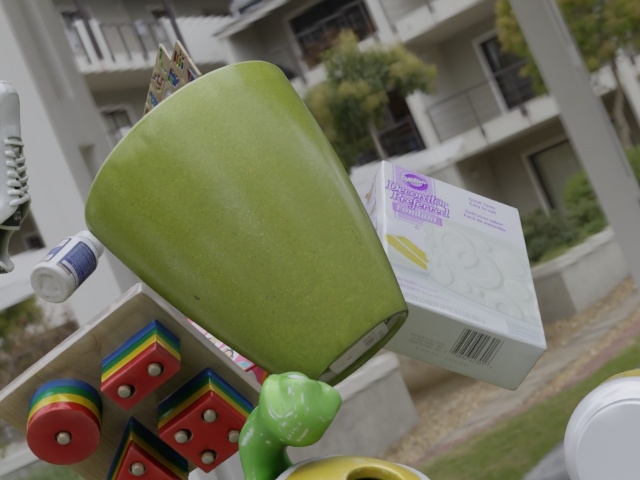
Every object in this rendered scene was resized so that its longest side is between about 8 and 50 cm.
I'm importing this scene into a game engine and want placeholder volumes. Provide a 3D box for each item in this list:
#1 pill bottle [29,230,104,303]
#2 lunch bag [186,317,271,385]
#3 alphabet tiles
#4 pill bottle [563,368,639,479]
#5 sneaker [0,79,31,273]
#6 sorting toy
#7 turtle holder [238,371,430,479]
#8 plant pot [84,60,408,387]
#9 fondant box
[{"bbox_3d":[-0.368,0.035,1.544,0.067,0.067,0.120,-24,18,30],"label":"pill bottle"},{"bbox_3d":[-0.215,0.241,1.880,0.258,0.120,0.293,-29,27,-9],"label":"lunch bag"},{"bbox_3d":[-0.307,-0.249,2.285,0.011,0.285,0.342,-15,-33,-32],"label":"alphabet tiles"},{"bbox_3d":[0.419,0.266,1.365,0.188,0.187,0.334,-24,-11,16],"label":"pill bottle"},{"bbox_3d":[-0.392,-0.076,1.280,0.095,0.235,0.090,14,5,18],"label":"sneaker"},{"bbox_3d":[-0.229,0.225,1.314,0.255,0.257,0.089,-37,30,12],"label":"sorting toy"},{"bbox_3d":[0.038,0.297,1.001,0.243,0.320,0.227,13,-29,-30],"label":"turtle holder"},{"bbox_3d":[-0.052,0.010,1.113,0.275,0.293,0.274,-37,-17,-14],"label":"plant pot"},{"bbox_3d":[0.180,0.042,1.522,0.330,0.238,0.096,-88,21,-54],"label":"fondant box"}]
